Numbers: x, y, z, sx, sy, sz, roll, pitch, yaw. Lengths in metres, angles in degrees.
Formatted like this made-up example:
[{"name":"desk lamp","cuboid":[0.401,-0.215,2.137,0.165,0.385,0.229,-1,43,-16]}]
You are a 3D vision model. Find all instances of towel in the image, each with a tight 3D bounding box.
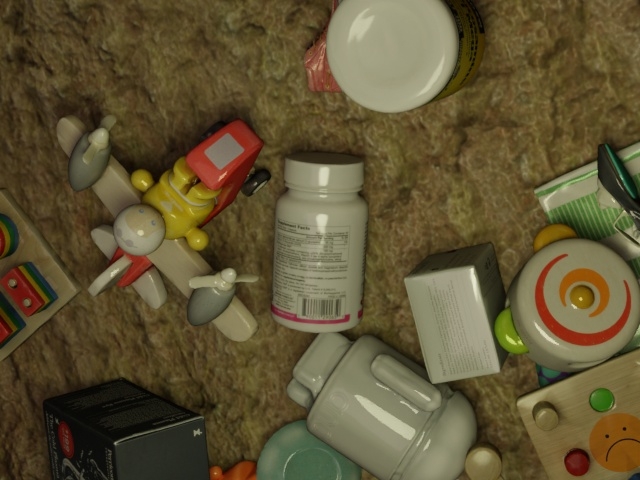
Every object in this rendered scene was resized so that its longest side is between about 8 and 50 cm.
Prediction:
[{"name":"towel","cuboid":[0.513,0.014,1.687,0.248,0.038,0.325,-26,92,21]}]

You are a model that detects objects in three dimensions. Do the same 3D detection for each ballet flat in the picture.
[{"name":"ballet flat","cuboid":[0.471,-0.053,1.632,0.074,0.074,0.203,-37,92,22]}]

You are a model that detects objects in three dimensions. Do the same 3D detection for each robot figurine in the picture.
[{"name":"robot figurine","cuboid":[-0.163,0.494,1.971,0.219,0.158,0.128,-39,43,22]},{"name":"robot figurine","cuboid":[0.117,0.297,1.794,0.353,0.200,0.300,32,150,10]}]

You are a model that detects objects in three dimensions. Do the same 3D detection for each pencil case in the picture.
[{"name":"pencil case","cuboid":[0.388,0.171,1.748,0.070,0.064,0.152,-10,99,-18]}]

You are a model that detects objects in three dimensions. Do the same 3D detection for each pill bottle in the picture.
[{"name":"pill bottle","cuboid":[0.000,0.000,1.791,0.160,0.160,0.283,7,103,17]},{"name":"pill bottle","cuboid":[0.143,-0.297,1.586,0.187,0.334,0.188,4,103,18]}]

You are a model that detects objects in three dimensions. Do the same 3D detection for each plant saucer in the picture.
[{"name":"plant saucer","cuboid":[-0.017,0.420,1.899,0.195,0.037,0.195,1,85,-12]}]

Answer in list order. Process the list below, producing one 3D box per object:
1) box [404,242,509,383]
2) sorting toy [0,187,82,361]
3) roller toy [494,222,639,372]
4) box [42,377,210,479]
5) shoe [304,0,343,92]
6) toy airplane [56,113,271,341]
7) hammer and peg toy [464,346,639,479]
[{"name":"box","cuboid":[0.231,0.115,1.726,0.119,0.181,0.182,-13,97,20]},{"name":"sorting toy","cuboid":[-0.643,0.078,2.064,0.257,0.089,0.255,-39,87,22]},{"name":"roller toy","cuboid":[0.387,0.096,1.616,0.191,0.146,0.209,25,76,6]},{"name":"box","cuboid":[-0.347,0.462,1.924,0.312,0.179,0.343,9,107,52]},{"name":"shoe","cuboid":[0.013,-0.334,1.767,0.081,0.063,0.178,1,106,13]},{"name":"toy airplane","cuboid":[-0.287,-0.025,1.823,0.386,0.272,0.384,5,104,17]},{"name":"hammer and peg toy","cuboid":[0.423,0.343,1.668,0.361,0.127,0.266,-25,92,8]}]
